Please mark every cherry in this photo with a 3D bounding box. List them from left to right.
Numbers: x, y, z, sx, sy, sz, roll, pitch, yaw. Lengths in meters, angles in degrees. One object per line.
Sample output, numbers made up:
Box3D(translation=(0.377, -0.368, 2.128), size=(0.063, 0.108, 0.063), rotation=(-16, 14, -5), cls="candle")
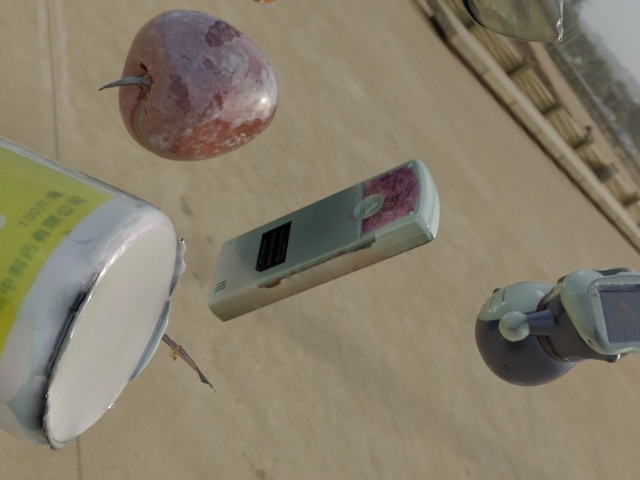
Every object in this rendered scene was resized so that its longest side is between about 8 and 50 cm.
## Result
Box3D(translation=(-0.204, -0.240, 1.229), size=(0.285, 0.236, 0.213), rotation=(-4, 68, -29), cls="cherry")

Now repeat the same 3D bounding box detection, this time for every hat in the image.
Box3D(translation=(0.206, -0.334, 0.765), size=(0.226, 0.164, 0.220), rotation=(71, 25, -53), cls="hat")

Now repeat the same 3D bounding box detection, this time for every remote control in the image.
Box3D(translation=(0.000, 0.001, 1.083), size=(0.050, 0.344, 0.145), rotation=(53, 28, -32), cls="remote control")

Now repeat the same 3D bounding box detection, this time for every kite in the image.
Box3D(translation=(-0.228, 0.173, 1.235), size=(0.190, 0.010, 0.159), rotation=(43, -7, 1), cls="kite")

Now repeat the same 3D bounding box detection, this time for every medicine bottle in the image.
Box3D(translation=(-0.325, 0.003, 0.665), size=(0.378, 0.214, 0.213), rotation=(23, 20, 10), cls="medicine bottle")

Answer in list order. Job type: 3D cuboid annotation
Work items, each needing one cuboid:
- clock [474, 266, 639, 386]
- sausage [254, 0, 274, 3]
Box3D(translation=(0.315, 0.116, 1.069), size=(0.199, 0.243, 0.147), rotation=(-4, 75, -30), cls="clock")
Box3D(translation=(-0.070, -0.430, 1.201), size=(0.093, 0.093, 0.312), rotation=(50, -10, -8), cls="sausage")
